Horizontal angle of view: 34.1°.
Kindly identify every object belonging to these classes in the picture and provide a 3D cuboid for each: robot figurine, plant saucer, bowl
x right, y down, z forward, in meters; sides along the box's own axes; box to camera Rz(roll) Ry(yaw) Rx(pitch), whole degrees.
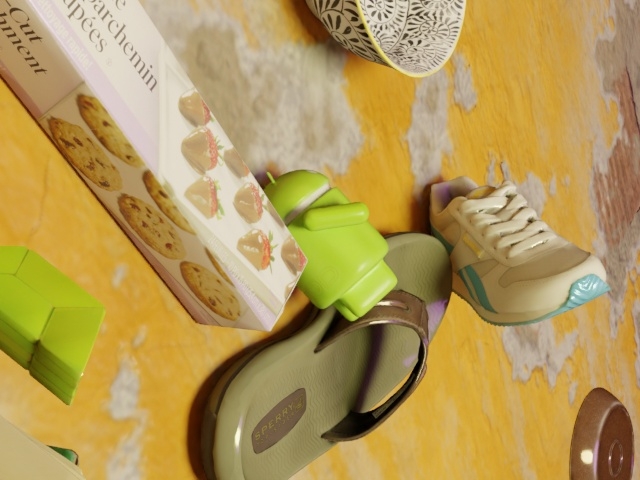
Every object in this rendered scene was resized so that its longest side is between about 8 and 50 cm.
[{"bbox_3d":[0.000,0.000,0.718,0.067,0.101,0.115,-42,87,-13],"label":"robot figurine"},{"bbox_3d":[0.349,0.265,1.270,0.168,0.029,0.168,-2,92,-56],"label":"plant saucer"},{"bbox_3d":[0.036,-0.204,0.780,0.170,0.080,0.170,-2,93,-55],"label":"bowl"}]

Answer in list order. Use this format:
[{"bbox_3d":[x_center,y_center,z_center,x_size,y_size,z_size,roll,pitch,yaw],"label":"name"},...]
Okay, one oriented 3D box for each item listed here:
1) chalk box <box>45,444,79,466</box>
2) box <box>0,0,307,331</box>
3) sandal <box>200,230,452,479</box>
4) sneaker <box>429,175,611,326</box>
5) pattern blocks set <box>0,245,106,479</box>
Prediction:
[{"bbox_3d":[-0.185,0.206,0.390,0.179,0.180,0.289,43,55,-47],"label":"chalk box"},{"bbox_3d":[-0.111,-0.072,0.588,0.324,0.067,0.063,58,46,-38],"label":"box"},{"bbox_3d":[0.030,0.094,0.768,0.303,0.086,0.120,-40,122,-48],"label":"sandal"},{"bbox_3d":[0.148,0.005,0.849,0.087,0.229,0.092,-21,107,-15],"label":"sneaker"},{"bbox_3d":[-0.178,0.064,0.315,0.285,0.325,0.026,-21,141,-51],"label":"pattern blocks set"}]
